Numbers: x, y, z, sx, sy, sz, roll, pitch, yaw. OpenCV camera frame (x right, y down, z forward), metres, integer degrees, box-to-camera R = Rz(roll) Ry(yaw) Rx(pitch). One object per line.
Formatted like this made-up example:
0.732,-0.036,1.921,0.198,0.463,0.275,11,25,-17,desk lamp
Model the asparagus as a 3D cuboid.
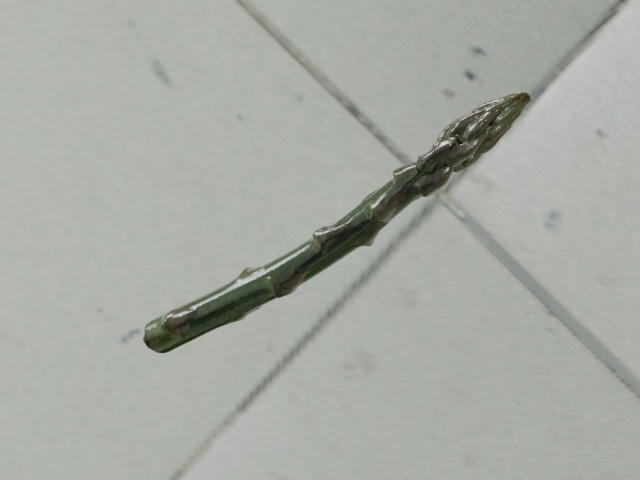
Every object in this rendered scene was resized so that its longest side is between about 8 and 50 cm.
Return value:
0.000,0.000,0.516,0.163,0.016,0.016,-33,76,44,asparagus
